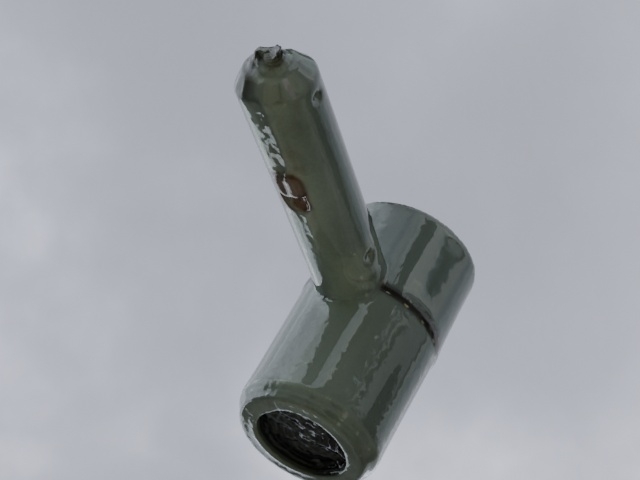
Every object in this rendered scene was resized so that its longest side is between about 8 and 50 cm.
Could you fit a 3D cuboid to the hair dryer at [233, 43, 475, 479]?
[{"bbox_3d":[0.000,0.000,0.580,0.047,0.082,0.137,9,-41,29],"label":"hair dryer"}]
